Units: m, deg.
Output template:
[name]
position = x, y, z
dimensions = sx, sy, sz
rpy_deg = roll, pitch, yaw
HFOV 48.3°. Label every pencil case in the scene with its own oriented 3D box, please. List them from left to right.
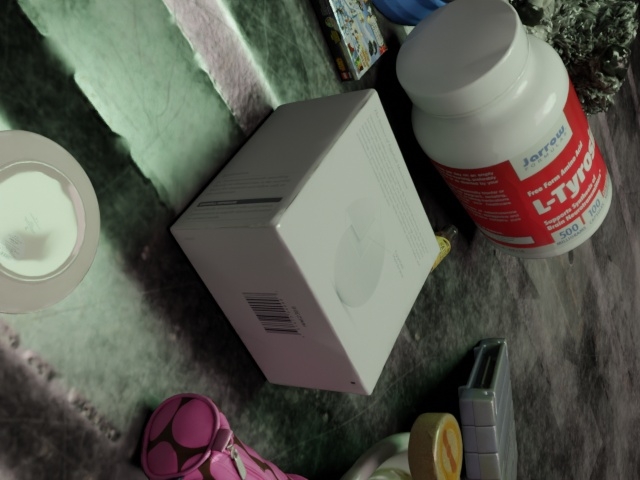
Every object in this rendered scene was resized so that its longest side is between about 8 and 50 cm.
[pencil case]
position = -0.074, 0.227, 0.671
dimensions = 0.209, 0.098, 0.095
rpy_deg = 51, 36, -42

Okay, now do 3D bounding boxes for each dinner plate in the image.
[dinner plate]
position = -0.223, -0.014, 0.545
dimensions = 0.141, 0.017, 0.141
rpy_deg = 2, 88, -53

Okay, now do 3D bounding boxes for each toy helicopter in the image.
[toy helicopter]
position = 0.142, 0.364, 0.773
dimensions = 0.235, 0.140, 0.354
rpy_deg = 5, 82, -56

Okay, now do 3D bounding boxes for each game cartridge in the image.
[game cartridge]
position = 0.263, 0.301, 1.103
dimensions = 0.355, 0.068, 0.230
rpy_deg = -17, 106, -72

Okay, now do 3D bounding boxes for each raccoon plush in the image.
[raccoon plush]
position = 0.367, -0.303, 1.317
dimensions = 0.446, 0.299, 0.216
rpy_deg = 99, 2, -47

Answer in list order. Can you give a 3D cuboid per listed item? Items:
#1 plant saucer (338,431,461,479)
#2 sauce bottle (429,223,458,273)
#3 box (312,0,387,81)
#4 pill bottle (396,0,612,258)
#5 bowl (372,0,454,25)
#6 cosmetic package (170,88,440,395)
[plant saucer]
position = 0.057, 0.428, 0.848
dimensions = 0.401, 0.101, 0.400
rpy_deg = 5, 84, -55
[sauce bottle]
position = 0.173, 0.011, 1.080
dimensions = 0.128, 0.042, 0.042
rpy_deg = -41, 121, -47
[box]
position = 0.035, -0.285, 0.911
dimensions = 0.094, 0.027, 0.137
rpy_deg = -52, 129, -40
[pill bottle]
position = 0.279, -0.159, 1.077
dimensions = 0.408, 0.229, 0.229
rpy_deg = 43, 55, -45
[bowl]
position = 0.137, -0.511, 1.024
dimensions = 0.391, 0.077, 0.390
rpy_deg = 3, 86, -54
[cosmetic package]
position = 0.000, 0.000, 0.753
dimensions = 0.224, 0.138, 0.224
rpy_deg = -55, 131, -38
